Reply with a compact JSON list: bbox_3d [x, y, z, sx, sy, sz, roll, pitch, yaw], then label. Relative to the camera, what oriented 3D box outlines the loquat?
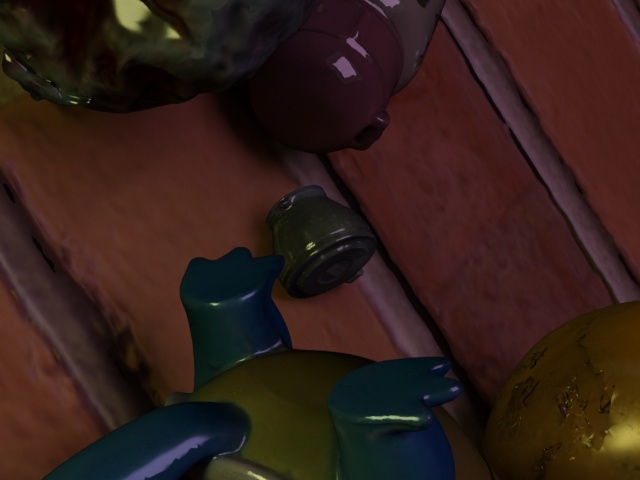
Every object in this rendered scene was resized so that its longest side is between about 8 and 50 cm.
[{"bbox_3d":[0.216,0.150,1.141,0.235,0.235,0.235,27,50,-37],"label":"loquat"}]

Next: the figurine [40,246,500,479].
[{"bbox_3d":[0.023,0.150,0.930,0.416,0.298,0.243,19,89,-39],"label":"figurine"}]

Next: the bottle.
[{"bbox_3d":[0.022,-0.160,1.189,0.120,0.120,0.253,46,40,-21],"label":"bottle"}]

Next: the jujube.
[{"bbox_3d":[-0.077,-0.212,1.027,0.226,0.226,0.317,47,46,-19],"label":"jujube"}]

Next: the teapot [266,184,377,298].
[{"bbox_3d":[0.000,0.000,1.123,0.057,0.066,0.088,59,12,23],"label":"teapot"}]
